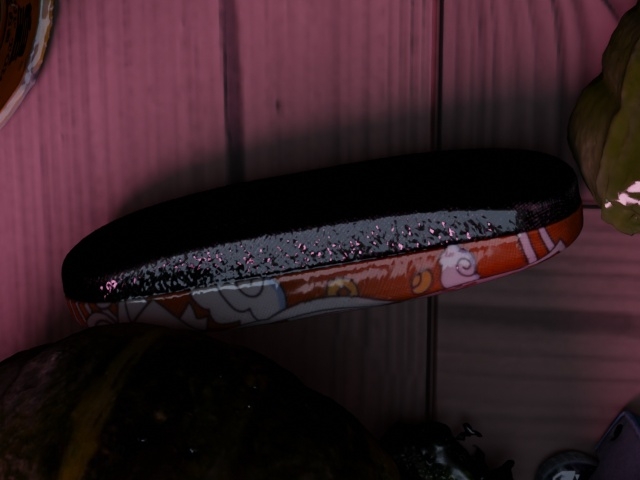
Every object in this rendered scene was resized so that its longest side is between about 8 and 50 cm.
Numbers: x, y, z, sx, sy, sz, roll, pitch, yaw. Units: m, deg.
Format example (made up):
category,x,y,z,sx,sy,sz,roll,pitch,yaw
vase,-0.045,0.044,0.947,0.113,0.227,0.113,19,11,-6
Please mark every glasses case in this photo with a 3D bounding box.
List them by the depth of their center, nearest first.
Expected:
category,x,y,z,sx,sy,sz,roll,pitch,yaw
glasses case,0.000,0.000,0.922,0.267,0.103,0.067,-10,104,7

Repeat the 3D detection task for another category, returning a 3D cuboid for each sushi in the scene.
category,x,y,z,sx,sy,sz,roll,pitch,yaw
sushi,0.061,0.140,0.988,0.083,0.056,0.084,36,107,0

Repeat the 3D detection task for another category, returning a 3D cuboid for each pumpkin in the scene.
category,x,y,z,sx,sy,sz,roll,pitch,yaw
pumpkin,-0.078,0.181,0.902,0.320,0.192,0.320,14,138,14

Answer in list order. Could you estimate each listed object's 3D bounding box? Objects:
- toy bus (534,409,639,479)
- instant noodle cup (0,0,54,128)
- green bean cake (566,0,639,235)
category,x,y,z,sx,sy,sz,roll,pitch,yaw
toy bus,0.149,0.227,0.979,0.134,0.113,0.246,26,105,-11
instant noodle cup,-0.242,-0.112,0.856,0.216,0.172,0.215,0,103,-1
green bean cake,0.255,-0.077,0.873,0.222,0.125,0.248,28,107,-6
